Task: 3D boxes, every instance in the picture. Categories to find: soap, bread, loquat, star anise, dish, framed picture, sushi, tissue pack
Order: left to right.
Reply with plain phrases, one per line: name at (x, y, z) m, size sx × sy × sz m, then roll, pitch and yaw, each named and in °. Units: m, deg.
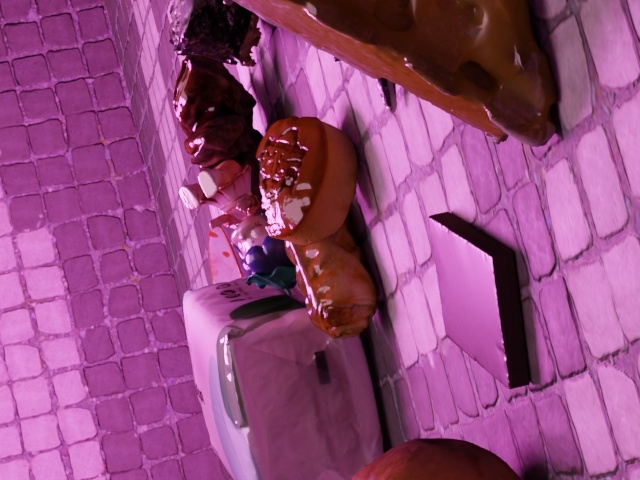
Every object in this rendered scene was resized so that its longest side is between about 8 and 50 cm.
sushi at (-0.131, -0.307, 2.098) m, size 0.212 × 0.115 × 0.147 m, roll -144°, pitch 64°, yaw -77°
star anise at (-0.122, -0.128, 2.230) m, size 0.315 × 0.108 × 0.315 m, roll 62°, pitch -174°, yaw -10°
dish at (-0.098, 0.091, 2.462) m, size 0.260 × 0.085 × 0.260 m, roll 167°, pitch 90°, yaw -75°
tissue pack at (-0.055, 0.199, 2.124) m, size 0.356 × 0.193 × 0.266 m, roll -153°, pitch 50°, yaw -74°
bread at (-0.014, -0.079, 1.856) m, size 0.125 × 0.086 × 0.156 m, roll -38°, pitch 46°, yaw 40°
bread at (-0.001, 0.001, 1.939) m, size 0.087 × 0.098 × 0.269 m, roll 27°, pitch -146°, yaw -49°
loquat at (0.112, 0.295, 1.495) m, size 0.238 × 0.193 × 0.238 m, roll 162°, pitch 90°, yaw -82°
soap at (0.112, -0.288, 1.273) m, size 0.339 × 0.304 × 0.169 m, roll -63°, pitch 7°, yaw -2°
framed picture at (0.146, 0.052, 1.490) m, size 0.168 × 0.023 × 0.128 m, roll -139°, pitch 38°, yaw -69°

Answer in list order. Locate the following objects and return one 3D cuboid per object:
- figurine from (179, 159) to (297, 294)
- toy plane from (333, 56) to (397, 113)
figurine at (-0.080, -0.021, 2.052) m, size 0.111 × 0.102 × 0.195 m, roll -31°, pitch 96°, yaw 41°
toy plane at (0.032, -0.235, 1.556) m, size 0.192 × 0.088 × 0.262 m, roll -126°, pitch 26°, yaw -58°
